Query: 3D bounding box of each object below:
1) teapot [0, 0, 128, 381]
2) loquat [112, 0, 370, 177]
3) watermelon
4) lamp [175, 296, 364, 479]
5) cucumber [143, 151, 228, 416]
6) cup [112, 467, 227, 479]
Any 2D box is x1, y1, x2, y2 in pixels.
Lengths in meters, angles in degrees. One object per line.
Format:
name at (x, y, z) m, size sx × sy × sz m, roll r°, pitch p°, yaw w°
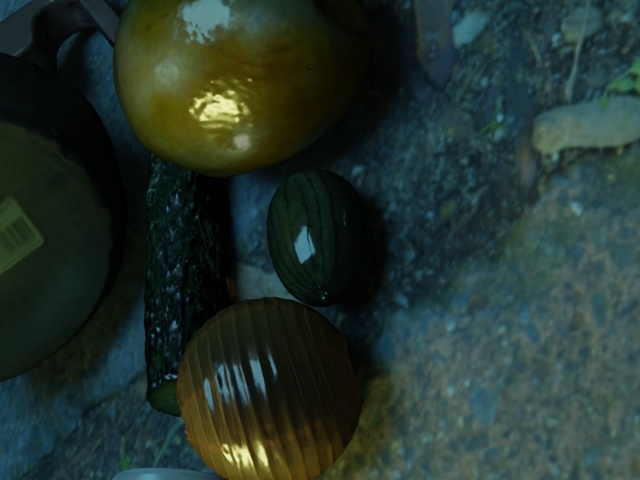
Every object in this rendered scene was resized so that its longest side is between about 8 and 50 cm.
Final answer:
teapot at (-0.320, -0.081, 1.502) m, size 0.376 × 0.305 × 0.362 m, roll -36°, pitch 37°, yaw -6°
loquat at (-0.066, -0.142, 1.311) m, size 0.227 × 0.179 × 0.179 m, roll -25°, pitch 57°, yaw 42°
watermelon at (0.000, 0.000, 1.258) m, size 0.078 × 0.078 × 0.110 m, roll -31°, pitch 55°, yaw 35°
lamp at (-0.037, 0.107, 1.209) m, size 0.136 × 0.136 × 0.136 m, roll -20°, pitch 60°, yaw 40°
cucumber at (-0.108, -0.002, 1.382) m, size 0.067 × 0.067 × 0.293 m, roll -29°, pitch 51°, yaw 36°
cup at (-0.123, 0.243, 1.270) m, size 0.136 × 0.099 × 0.133 m, roll -14°, pitch 65°, yaw 42°
